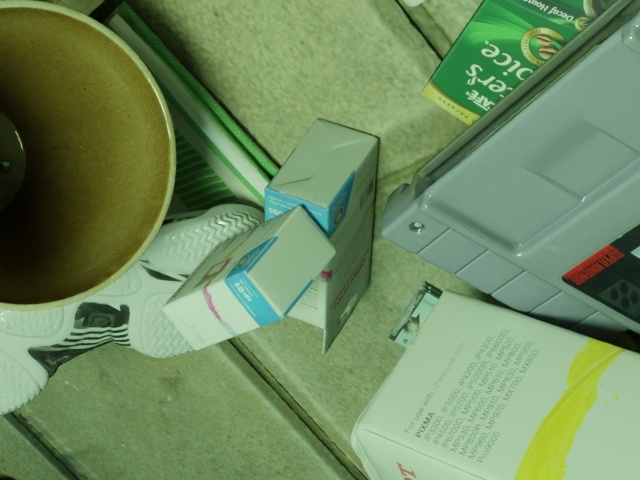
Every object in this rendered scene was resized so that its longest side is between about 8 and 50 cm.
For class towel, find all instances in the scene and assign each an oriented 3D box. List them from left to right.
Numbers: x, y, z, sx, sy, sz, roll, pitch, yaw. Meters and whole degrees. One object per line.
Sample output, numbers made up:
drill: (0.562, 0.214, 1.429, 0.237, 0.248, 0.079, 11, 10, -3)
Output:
towel: (-0.196, -0.064, 1.242, 0.248, 0.038, 0.325, 46, 137, -15)

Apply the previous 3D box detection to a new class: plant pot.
plant pot: (-0.277, -0.067, 1.097, 0.237, 0.237, 0.254, 51, 161, -19)

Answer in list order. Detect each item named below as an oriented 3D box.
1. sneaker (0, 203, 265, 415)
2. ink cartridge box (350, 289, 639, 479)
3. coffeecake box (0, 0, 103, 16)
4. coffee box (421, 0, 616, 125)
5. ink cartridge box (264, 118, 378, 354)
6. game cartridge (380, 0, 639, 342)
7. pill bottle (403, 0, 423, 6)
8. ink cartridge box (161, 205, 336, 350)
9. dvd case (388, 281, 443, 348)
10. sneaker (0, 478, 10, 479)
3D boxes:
sneaker: (-0.217, 0.022, 1.221, 0.366, 0.210, 0.137, -22, 124, 6)
ink cartridge box: (0.251, 0.224, 1.056, 0.385, 0.160, 0.279, 18, 150, 33)
coffeecake box: (-0.289, -0.254, 1.095, 0.142, 0.068, 0.185, -9, 123, 39)
coffee box: (0.162, -0.141, 0.937, 0.113, 0.040, 0.184, 34, 140, -3)
ink cartridge box: (0.000, 0.000, 1.127, 0.062, 0.104, 0.181, 19, 136, 18)
game cartridge: (0.232, -0.044, 0.936, 0.230, 0.068, 0.355, 31, 140, -15)
pill bottle: (0.040, -0.233, 0.898, 0.137, 0.078, 0.078, 45, 138, -13)
ink cartridge box: (-0.059, 0.032, 1.047, 0.052, 0.088, 0.122, 50, 139, -13)
dvd case: (0.130, 0.095, 1.206, 0.119, 0.013, 0.087, 32, 139, 3)
sneaker: (-0.457, 0.393, 1.803, 0.330, 0.130, 0.147, -5, 112, 32)
